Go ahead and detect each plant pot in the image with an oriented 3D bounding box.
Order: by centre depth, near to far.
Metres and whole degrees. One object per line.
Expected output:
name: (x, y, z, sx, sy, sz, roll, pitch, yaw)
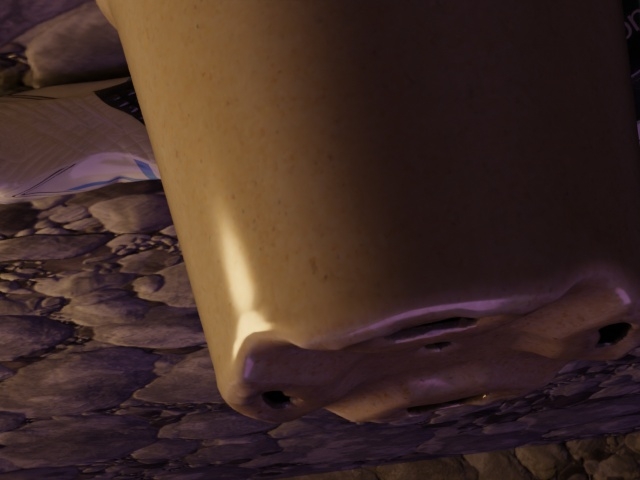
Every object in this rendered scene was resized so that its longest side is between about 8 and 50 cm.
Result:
plant pot: (0.034, -0.074, 0.668, 0.334, 0.305, 0.334, -8, 160, -3)

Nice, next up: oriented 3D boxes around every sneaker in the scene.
sneaker: (-0.160, -0.077, 0.923, 0.237, 0.085, 0.086, -7, -173, -19)

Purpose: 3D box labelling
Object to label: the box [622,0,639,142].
box: (0.241, -0.113, 0.868, 0.322, 0.058, 0.232, -38, 158, 22)
